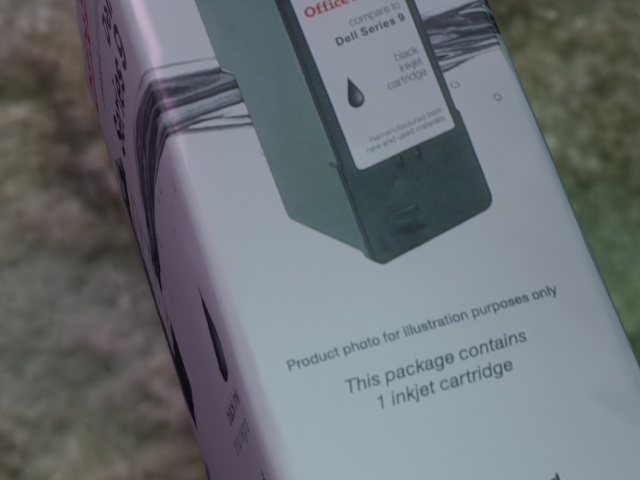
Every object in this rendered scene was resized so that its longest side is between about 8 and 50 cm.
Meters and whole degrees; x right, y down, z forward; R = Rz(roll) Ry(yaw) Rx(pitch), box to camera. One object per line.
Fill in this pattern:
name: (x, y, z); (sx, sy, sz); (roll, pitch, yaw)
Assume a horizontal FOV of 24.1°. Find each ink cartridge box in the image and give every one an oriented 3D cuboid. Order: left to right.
ink cartridge box: (0.000, 0.000, 0.553); (0.121, 0.211, 0.289); (-16, 71, -12)
